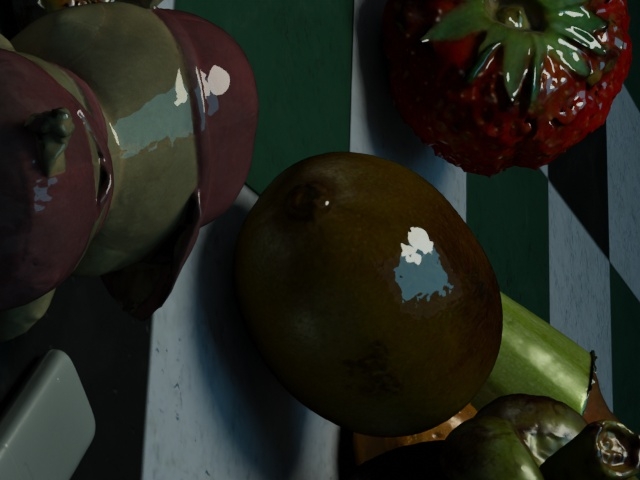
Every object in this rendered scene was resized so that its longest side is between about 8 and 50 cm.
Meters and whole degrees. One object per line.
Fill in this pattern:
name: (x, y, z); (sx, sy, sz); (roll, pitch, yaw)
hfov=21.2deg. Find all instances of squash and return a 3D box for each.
squash: (0.143, 0.081, 1.543); (0.287, 0.137, 0.137); (46, 25, 2)

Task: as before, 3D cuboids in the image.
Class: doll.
doll: (-0.141, -0.044, 0.932); (0.256, 0.152, 0.196); (-23, 139, -52)

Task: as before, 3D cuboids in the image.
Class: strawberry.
strawberry: (0.182, -0.176, 1.687); (0.288, 0.250, 0.238); (102, -18, -75)

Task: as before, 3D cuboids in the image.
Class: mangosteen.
mangosteen: (0.118, 0.267, 1.315); (0.297, 0.297, 0.313); (37, 62, -62)

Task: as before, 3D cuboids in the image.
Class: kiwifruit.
kiwifruit: (0.033, 0.038, 1.298); (0.234, 0.196, 0.196); (53, 37, -48)

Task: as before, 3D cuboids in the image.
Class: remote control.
remote control: (-0.185, 0.155, 0.938); (0.261, 0.029, 0.067); (-65, 143, -56)

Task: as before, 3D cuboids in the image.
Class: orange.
orange: (0.086, 0.183, 1.485); (0.135, 0.117, 0.135); (52, -24, 34)

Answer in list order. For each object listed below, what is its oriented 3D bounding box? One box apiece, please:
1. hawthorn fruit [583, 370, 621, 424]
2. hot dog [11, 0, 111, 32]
hawthorn fruit: (0.183, 0.206, 1.669); (0.251, 0.199, 0.199); (-34, 118, -47)
hot dog: (-0.142, -0.094, 1.072); (0.099, 0.053, 0.192); (-34, 114, -62)
